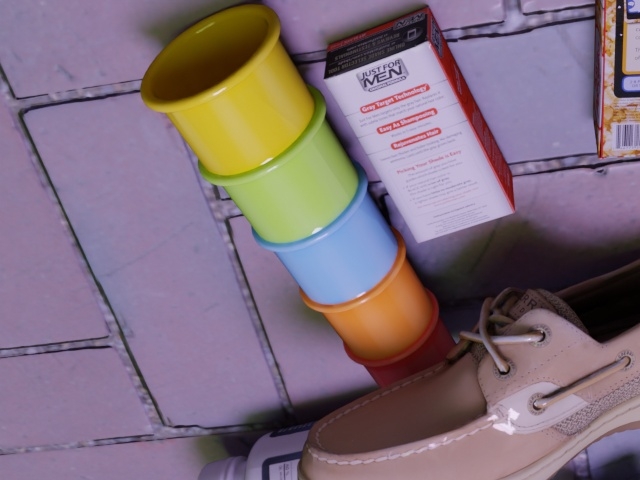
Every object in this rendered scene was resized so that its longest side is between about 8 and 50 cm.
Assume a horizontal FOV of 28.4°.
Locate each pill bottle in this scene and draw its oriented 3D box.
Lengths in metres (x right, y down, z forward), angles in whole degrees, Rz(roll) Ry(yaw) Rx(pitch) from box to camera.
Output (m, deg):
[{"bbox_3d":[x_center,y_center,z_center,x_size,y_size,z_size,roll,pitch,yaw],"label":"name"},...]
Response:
[{"bbox_3d":[0.001,0.194,0.983,0.180,0.108,0.108,-15,127,19],"label":"pill bottle"}]

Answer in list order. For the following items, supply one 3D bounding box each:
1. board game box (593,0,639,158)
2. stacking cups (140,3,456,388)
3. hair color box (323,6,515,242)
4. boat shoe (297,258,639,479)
[{"bbox_3d":[0.231,-0.138,0.718,0.147,0.045,0.193,-2,130,8],"label":"board game box"},{"bbox_3d":[0.000,0.000,0.829,0.096,0.096,0.316,-17,127,19],"label":"stacking cups"},{"bbox_3d":[0.065,-0.069,0.795,0.072,0.043,0.141,-18,127,20],"label":"hair color box"},{"bbox_3d":[0.138,0.080,0.828,0.341,0.121,0.110,-19,114,-14],"label":"boat shoe"}]
